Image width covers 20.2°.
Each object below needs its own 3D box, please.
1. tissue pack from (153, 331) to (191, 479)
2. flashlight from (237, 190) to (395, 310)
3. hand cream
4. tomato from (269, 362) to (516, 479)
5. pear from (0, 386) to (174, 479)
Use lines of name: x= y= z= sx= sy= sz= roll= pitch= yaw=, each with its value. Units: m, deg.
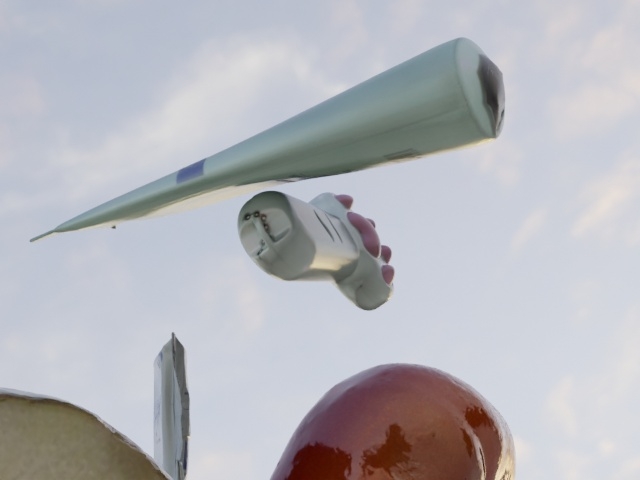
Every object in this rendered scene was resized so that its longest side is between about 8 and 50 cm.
tissue pack: x=-0.120 y=0.146 z=1.428 sx=0.026 sy=0.123 sz=0.193 roll=0 pitch=-11 yaw=-10
flashlight: x=0.000 y=0.000 z=1.235 sx=0.047 sy=0.093 sz=0.200 roll=-34 pitch=-16 yaw=14
hand cream: x=-0.029 y=-0.048 z=1.154 sx=0.320 sy=0.067 sz=0.109 roll=-20 pitch=-2 yaw=24
tomato: x=0.053 y=0.225 z=1.497 sx=0.260 sy=0.180 sz=0.260 roll=-46 pitch=-30 yaw=-37
pear: x=-0.235 y=0.244 z=1.022 sx=0.340 sy=0.191 sz=0.386 roll=-47 pitch=-62 yaw=-26
